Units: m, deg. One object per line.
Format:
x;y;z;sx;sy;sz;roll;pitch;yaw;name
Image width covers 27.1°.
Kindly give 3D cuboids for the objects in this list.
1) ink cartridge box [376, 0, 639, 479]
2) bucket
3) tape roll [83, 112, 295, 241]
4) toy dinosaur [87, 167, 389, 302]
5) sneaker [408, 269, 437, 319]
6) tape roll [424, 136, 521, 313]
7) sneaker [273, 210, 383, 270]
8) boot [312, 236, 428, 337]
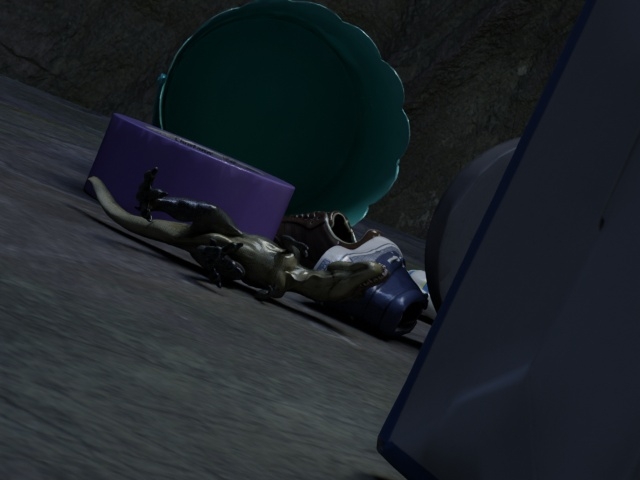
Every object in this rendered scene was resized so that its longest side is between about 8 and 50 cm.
0.262;0.053;0.609;0.395;0.270;0.151;21;9;-30;ink cartridge box
-0.054;-0.134;1.495;0.281;0.281;0.183;22;3;-12;bucket
-0.125;-0.051;1.274;0.189;0.080;0.189;23;3;-1;tape roll
-0.085;-0.002;1.007;0.268;0.064;0.118;21;-3;15;toy dinosaur
0.200;0.050;1.399;0.240;0.126;0.091;22;4;-18;sneaker
0.201;0.019;1.130;0.219;0.219;0.072;22;4;-7;tape roll
0.000;0.000;1.342;0.066;0.071;0.188;19;6;-44;sneaker
0.057;0.047;1.152;0.086;0.069;0.190;31;14;16;boot
